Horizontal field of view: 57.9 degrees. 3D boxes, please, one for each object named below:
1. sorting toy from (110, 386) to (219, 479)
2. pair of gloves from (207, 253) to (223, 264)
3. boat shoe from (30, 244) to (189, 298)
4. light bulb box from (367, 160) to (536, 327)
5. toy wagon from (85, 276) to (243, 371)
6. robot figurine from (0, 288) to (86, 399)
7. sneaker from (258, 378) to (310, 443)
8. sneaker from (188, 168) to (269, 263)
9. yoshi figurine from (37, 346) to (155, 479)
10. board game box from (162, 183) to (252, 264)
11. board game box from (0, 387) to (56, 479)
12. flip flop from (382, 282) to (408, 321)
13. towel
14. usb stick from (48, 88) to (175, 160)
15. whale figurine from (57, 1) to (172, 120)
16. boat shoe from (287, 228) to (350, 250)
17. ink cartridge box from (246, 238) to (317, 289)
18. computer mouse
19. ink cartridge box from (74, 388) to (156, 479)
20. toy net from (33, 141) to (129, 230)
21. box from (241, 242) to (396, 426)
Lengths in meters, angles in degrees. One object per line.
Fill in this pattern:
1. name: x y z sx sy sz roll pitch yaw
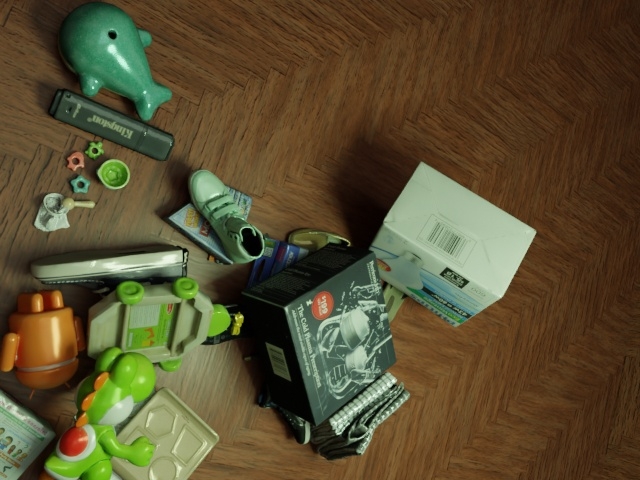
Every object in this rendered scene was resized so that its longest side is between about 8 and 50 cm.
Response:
1. sorting toy: -0.373 0.483 1.354 0.193 0.038 0.208 46 65 -8
2. pair of gloves: -0.254 0.022 1.506 0.074 0.010 0.083 11 85 -34
3. boat shoe: -0.459 0.104 1.300 0.340 0.127 0.158 -5 102 -31
4. light bulb box: 0.336 0.026 1.623 0.358 0.361 0.225 33 69 7
5. toy wagon: -0.348 0.194 1.321 0.344 0.068 0.267 -3 131 -30
6. robot figurine: -0.582 0.215 1.214 0.128 0.158 0.219 -5 94 -3
7. sneaker: -0.107 0.462 1.578 0.121 0.079 0.217 -11 88 -31
8. sneaker: -0.213 -0.065 1.369 0.094 0.151 0.256 -35 103 -26
9. yoshi figurine: -0.450 0.385 1.229 0.203 0.203 0.362 20 102 -23
10. board game box: -0.283 -0.063 1.450 0.194 0.060 0.194 24 75 -28
11. board game box: -0.725 0.434 1.137 0.303 0.097 0.224 -50 117 -22
12. flip flop: 0.254 0.134 1.813 0.112 0.080 0.277 37 71 -29
13. towel: 0.105 0.488 1.592 0.235 0.284 0.121 -33 79 -28
14. usb stick: -0.470 -0.261 1.324 0.278 0.045 0.077 21 114 -32
15. whale figurine: -0.446 -0.401 1.291 0.272 0.141 0.216 50 64 -25
16. boat shoe: 0.000 0.000 1.642 0.190 0.072 0.068 -1 91 -34
17. ink cartridge box: -0.044 0.115 1.600 0.311 0.065 0.186 17 95 -31
18. computer mouse: -0.216 0.239 1.510 0.262 0.060 0.184 -10 119 -25
19. ink cartridge box: -0.442 0.468 1.371 0.189 0.066 0.232 -29 85 -30
20. toy net: -0.544 -0.117 1.285 0.232 0.045 0.122 -47 115 -25
21. box: 0.008 0.226 1.483 0.312 0.179 0.343 -30 117 -36
